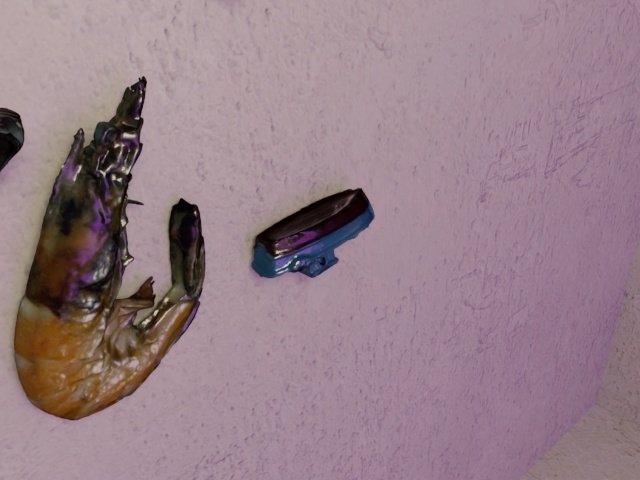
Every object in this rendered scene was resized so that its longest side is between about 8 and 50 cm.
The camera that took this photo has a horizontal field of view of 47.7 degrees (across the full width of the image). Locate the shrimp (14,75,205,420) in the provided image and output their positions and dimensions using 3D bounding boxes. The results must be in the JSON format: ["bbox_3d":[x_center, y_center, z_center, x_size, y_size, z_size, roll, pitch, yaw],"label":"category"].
[{"bbox_3d":[-0.227,0.020,0.872,0.272,0.085,0.445,-14,125,-49],"label":"shrimp"}]

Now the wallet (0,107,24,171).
[{"bbox_3d":[-0.408,-0.068,0.565,0.172,0.045,0.318,-31,162,36],"label":"wallet"}]

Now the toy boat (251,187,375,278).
[{"bbox_3d":[0.000,0.000,1.085,0.223,0.100,0.097,-29,123,-30],"label":"toy boat"}]
